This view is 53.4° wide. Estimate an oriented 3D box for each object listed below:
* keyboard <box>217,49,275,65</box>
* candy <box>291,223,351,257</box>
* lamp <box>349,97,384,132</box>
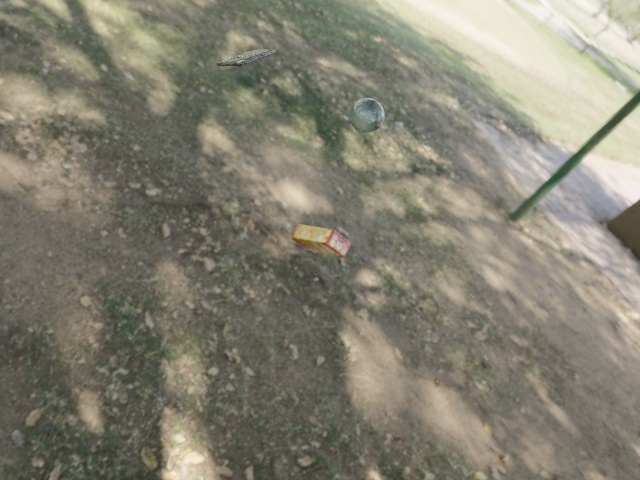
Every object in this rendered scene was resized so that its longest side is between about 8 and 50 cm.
[{"bbox_3d":[-0.247,-0.620,2.151,0.106,0.016,0.262,7,27,22],"label":"keyboard"},{"bbox_3d":[0.000,0.000,1.360,0.062,0.122,0.038,38,72,-40],"label":"candy"},{"bbox_3d":[0.138,-0.372,1.897,0.105,0.105,0.105,30,33,-22],"label":"lamp"}]
